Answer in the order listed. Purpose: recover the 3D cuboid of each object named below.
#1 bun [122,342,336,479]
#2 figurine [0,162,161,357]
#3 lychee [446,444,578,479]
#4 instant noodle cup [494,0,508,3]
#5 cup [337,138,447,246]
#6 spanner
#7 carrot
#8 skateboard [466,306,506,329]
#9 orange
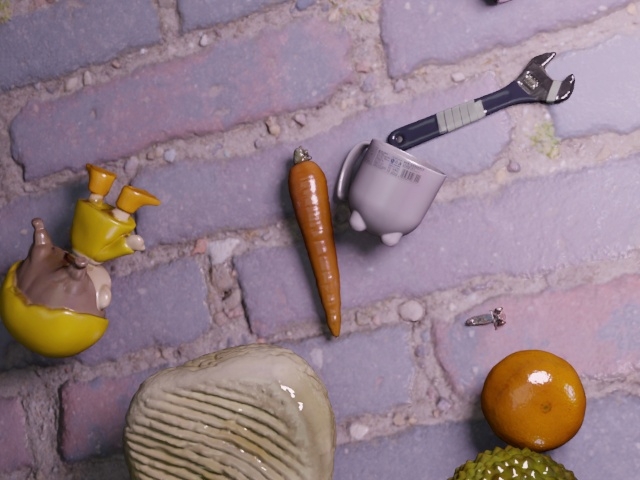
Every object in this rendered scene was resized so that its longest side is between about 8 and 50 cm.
[{"bbox_3d":[-0.131,0.327,1.166,0.349,0.227,0.352,24,96,15],"label":"bun"},{"bbox_3d":[-0.438,0.040,1.293,0.215,0.187,0.343,27,90,38],"label":"figurine"},{"bbox_3d":[0.285,0.455,1.034,0.270,0.270,0.320,-7,82,15],"label":"lychee"},{"bbox_3d":[0.295,-0.462,1.152,0.127,0.127,0.135,-23,90,13],"label":"instant noodle cup"},{"bbox_3d":[0.096,-0.083,1.172,0.173,0.134,0.142,30,104,14],"label":"cup"},{"bbox_3d":[0.259,-0.223,1.194,0.316,0.024,0.087,-20,81,15],"label":"spanner"},{"bbox_3d":[0.000,0.000,1.234,0.069,0.069,0.336,-14,87,14],"label":"carrot"},{"bbox_3d":[0.261,0.127,1.143,0.064,0.083,0.032,-12,85,15],"label":"skateboard"},{"bbox_3d":[0.324,0.244,1.101,0.156,0.124,0.156,0,91,-2],"label":"orange"}]
